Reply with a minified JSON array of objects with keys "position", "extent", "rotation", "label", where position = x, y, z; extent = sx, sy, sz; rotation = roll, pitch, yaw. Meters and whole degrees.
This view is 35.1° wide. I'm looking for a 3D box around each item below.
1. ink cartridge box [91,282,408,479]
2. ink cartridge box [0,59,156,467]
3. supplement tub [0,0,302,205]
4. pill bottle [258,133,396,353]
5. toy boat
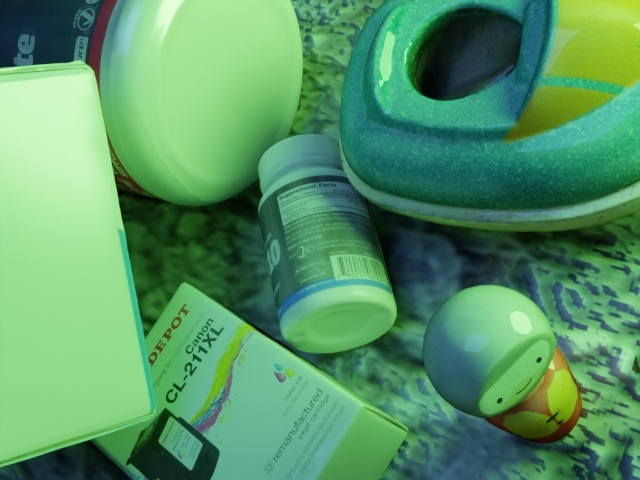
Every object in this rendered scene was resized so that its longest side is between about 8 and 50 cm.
[{"position":[-0.053,0.125,0.660],"extent":[0.175,0.072,0.127],"rotation":[29,84,37],"label":"ink cartridge box"},{"position":[-0.260,0.020,0.690],"extent":[0.307,0.129,0.223],"rotation":[-6,97,50],"label":"ink cartridge box"},{"position":[-0.169,-0.139,0.785],"extent":[0.272,0.191,0.191],"rotation":[13,74,35],"label":"supplement tub"},{"position":[0.000,0.000,0.687],"extent":[0.078,0.078,0.137],"rotation":[-25,56,18],"label":"pill bottle"},{"position":[0.120,-0.043,0.593],"extent":[0.268,0.148,0.318],"rotation":[-5,64,27],"label":"toy boat"}]
